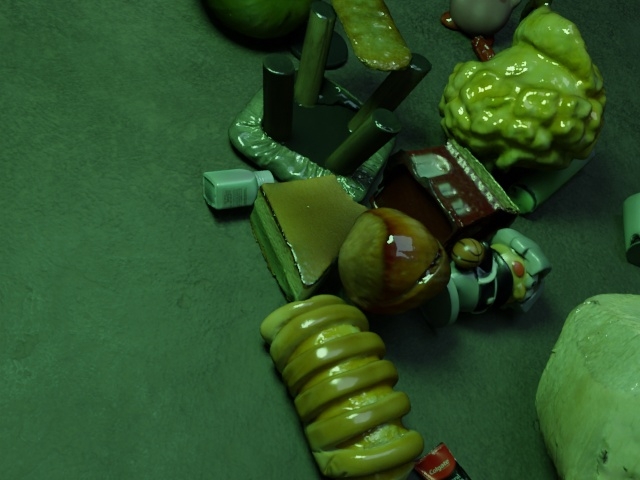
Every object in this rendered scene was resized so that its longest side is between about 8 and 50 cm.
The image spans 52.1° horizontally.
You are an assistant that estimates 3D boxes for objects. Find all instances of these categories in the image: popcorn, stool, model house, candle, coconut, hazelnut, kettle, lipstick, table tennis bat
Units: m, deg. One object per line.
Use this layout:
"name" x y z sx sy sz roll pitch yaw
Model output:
"popcorn" 0.425 -0.309 1.361 0.348 0.382 0.349 5 13 -1
"stool" 0.019 -0.270 1.282 0.310 0.226 0.310 28 48 1
"model house" 0.254 -0.080 1.272 0.254 0.160 0.196 -15 61 -38
"candle" 0.434 -0.467 1.703 0.048 0.053 0.162 -8 60 -19
"coconut" 0.514 0.290 0.973 0.404 0.405 0.405 10 52 -13
"hazelnut" 0.115 0.042 1.054 0.182 0.182 0.182 10 52 -13
"kettle" 0.725 -0.014 1.454 0.098 0.127 0.148 1 49 21
"lipstick" 0.524 -0.151 1.482 0.076 0.076 0.304 45 52 15
"table tennis bat" -0.006 -0.497 1.573 0.150 0.027 0.236 10 53 -13

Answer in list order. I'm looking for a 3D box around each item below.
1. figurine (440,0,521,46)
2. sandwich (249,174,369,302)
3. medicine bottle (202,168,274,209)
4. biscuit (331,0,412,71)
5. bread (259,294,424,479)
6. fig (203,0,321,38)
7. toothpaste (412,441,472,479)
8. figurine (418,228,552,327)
"figurine" 0.431 -0.629 1.744 0.173 0.173 0.173 10 52 -13
"sandwich" 0.000 0.000 1.144 0.186 0.108 0.220 -9 56 -25
"medicine bottle" -0.146 -0.095 1.181 0.118 0.055 0.074 -10 25 -27
"biscuit" 0.094 -0.408 1.255 0.118 0.029 0.247 -7 58 -19
"bread" 0.042 0.221 0.985 0.172 0.121 0.311 -12 59 -30
"fig" -0.150 -0.609 1.447 0.316 0.316 0.316 10 52 -13
"toothpaste" 0.219 0.396 0.975 0.071 0.045 0.193 -20 58 -32
"figurine" 0.299 0.060 1.176 0.236 0.176 0.133 -12 44 -23
